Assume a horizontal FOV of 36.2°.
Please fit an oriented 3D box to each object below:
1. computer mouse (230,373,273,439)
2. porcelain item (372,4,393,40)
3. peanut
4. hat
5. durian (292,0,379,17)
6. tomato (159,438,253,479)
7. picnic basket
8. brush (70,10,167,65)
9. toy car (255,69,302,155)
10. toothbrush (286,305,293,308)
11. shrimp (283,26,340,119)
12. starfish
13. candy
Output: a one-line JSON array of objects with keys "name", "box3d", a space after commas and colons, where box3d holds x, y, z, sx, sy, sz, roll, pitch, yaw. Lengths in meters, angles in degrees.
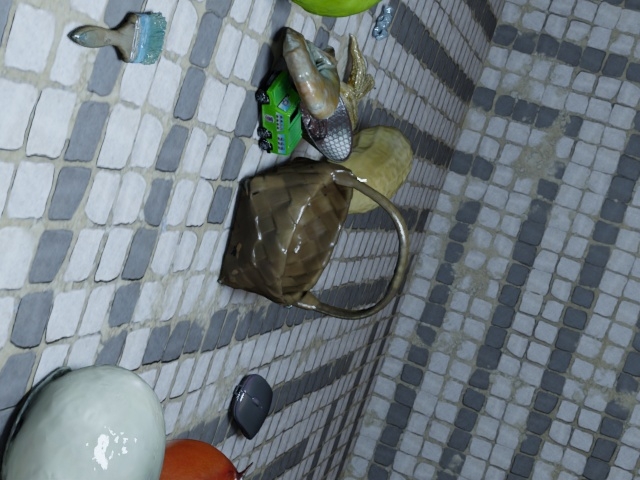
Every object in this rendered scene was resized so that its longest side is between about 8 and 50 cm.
[{"name": "computer mouse", "box3d": [-0.151, 0.380, 2.224, 0.232, 0.057, 0.120, 80, 33, -62]}, {"name": "porcelain item", "box3d": [0.140, -0.487, 2.204, 0.028, 0.036, 0.083, 36, 69, -68]}, {"name": "peanut", "box3d": [0.101, -0.158, 2.198, 0.158, 0.174, 0.340, -65, 173, 32]}, {"name": "hat", "box3d": [-0.020, -0.231, 1.901, 0.193, 0.082, 0.193, 34, 48, -47]}, {"name": "durian", "box3d": [0.027, -0.476, 1.564, 0.339, 0.204, 0.255, -47, 140, -36]}, {"name": "tomato", "box3d": [-0.245, 0.472, 1.693, 0.256, 0.225, 0.255, 16, 90, -73]}, {"name": "picnic basket", "box3d": [0.017, 0.003, 1.849, 0.337, 0.337, 0.293, -36, 145, -65]}, {"name": "brush", "box3d": [-0.244, -0.247, 1.193, 0.196, 0.021, 0.070, -29, 134, -67]}, {"name": "toy car", "box3d": [-0.071, -0.225, 1.739, 0.165, 0.063, 0.071, 90, 25, -51]}, {"name": "toothbrush", "box3d": [0.000, 0.000, 2.331, 0.375, 0.028, 0.037, -63, 156, -24]}, {"name": "shrimp", "box3d": [-0.015, -0.316, 1.759, 0.317, 0.077, 0.168, -84, 153, -66]}, {"name": "starfish", "box3d": [0.056, -0.309, 2.127, 0.235, 0.062, 0.277, -50, 160, -39]}, {"name": "candy", "box3d": [-0.310, 0.306, 1.347, 0.295, 0.185, 0.295, 14, 90, -73]}]
